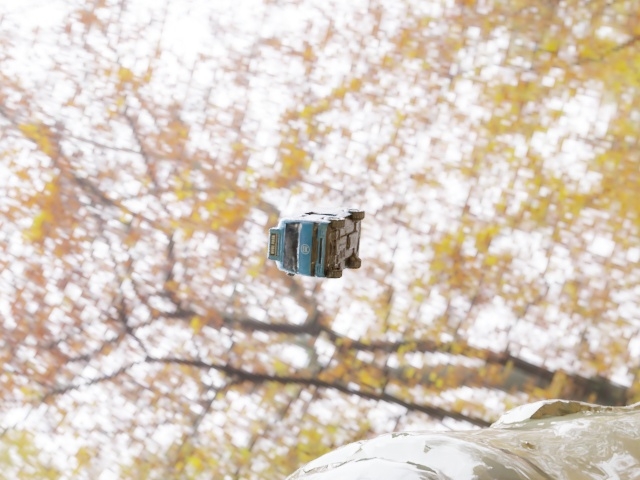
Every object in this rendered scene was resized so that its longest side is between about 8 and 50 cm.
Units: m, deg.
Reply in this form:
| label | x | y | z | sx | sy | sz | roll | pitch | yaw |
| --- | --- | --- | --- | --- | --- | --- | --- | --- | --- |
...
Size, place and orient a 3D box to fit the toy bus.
| label | x | y | z | sx | sy | sz | roll | pitch | yaw |
| --- | --- | --- | --- | --- | --- | --- | --- | --- | --- |
| toy bus | 0.000 | 0.000 | 0.898 | 0.083 | 0.046 | 0.038 | -23 | -62 | -71 |

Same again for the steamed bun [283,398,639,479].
| label | x | y | z | sx | sy | sz | roll | pitch | yaw |
| --- | --- | --- | --- | --- | --- | --- | --- | --- | --- |
| steamed bun | 0.025 | 0.207 | 0.548 | 0.237 | 0.347 | 0.394 | 40 | -103 | -40 |
